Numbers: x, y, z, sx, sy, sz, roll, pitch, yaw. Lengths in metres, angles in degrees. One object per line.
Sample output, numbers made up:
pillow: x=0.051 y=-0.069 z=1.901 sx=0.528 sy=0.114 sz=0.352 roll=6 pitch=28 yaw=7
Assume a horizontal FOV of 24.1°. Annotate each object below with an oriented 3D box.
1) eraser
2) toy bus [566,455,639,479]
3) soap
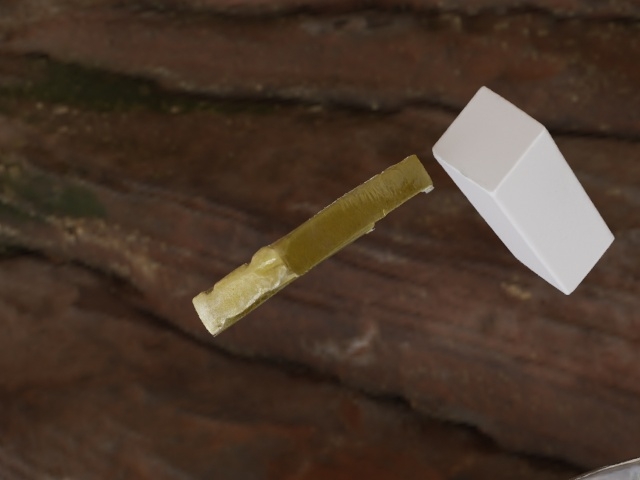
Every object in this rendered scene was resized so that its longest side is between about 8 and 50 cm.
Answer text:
eraser: x=0.197 y=-0.040 z=1.411 sx=0.076 sy=0.078 sz=0.298 roll=39 pitch=179 yaw=29
toy bus: x=0.111 y=0.156 z=0.423 sx=0.075 sy=0.190 sz=0.064 roll=14 pitch=152 yaw=-32
soap: x=-0.001 y=-0.001 z=1.187 sx=0.092 sy=0.037 sz=0.252 roll=-37 pitch=177 yaw=35
